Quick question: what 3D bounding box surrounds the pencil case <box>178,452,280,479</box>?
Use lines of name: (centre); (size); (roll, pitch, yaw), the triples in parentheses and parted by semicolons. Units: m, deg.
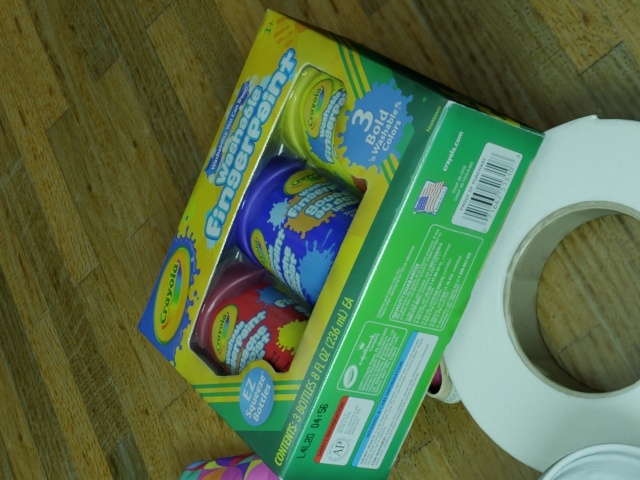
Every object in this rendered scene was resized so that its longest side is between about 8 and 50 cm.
pencil case: (-0.069, 0.310, 1.563); (0.236, 0.104, 0.104); (-15, 76, 33)

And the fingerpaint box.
fingerpaint box: (0.000, 0.000, 1.454); (0.371, 0.163, 0.444); (37, 108, 49)

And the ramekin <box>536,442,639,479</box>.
ramekin: (0.265, 0.302, 1.164); (0.109, 0.207, 0.207); (121, 135, -63)

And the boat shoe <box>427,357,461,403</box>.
boat shoe: (0.118, 0.113, 1.466); (0.063, 0.059, 0.170); (-42, 62, 26)

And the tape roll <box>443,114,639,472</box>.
tape roll: (0.302, 0.063, 1.327); (0.392, 0.072, 0.392); (-5, 82, 37)
